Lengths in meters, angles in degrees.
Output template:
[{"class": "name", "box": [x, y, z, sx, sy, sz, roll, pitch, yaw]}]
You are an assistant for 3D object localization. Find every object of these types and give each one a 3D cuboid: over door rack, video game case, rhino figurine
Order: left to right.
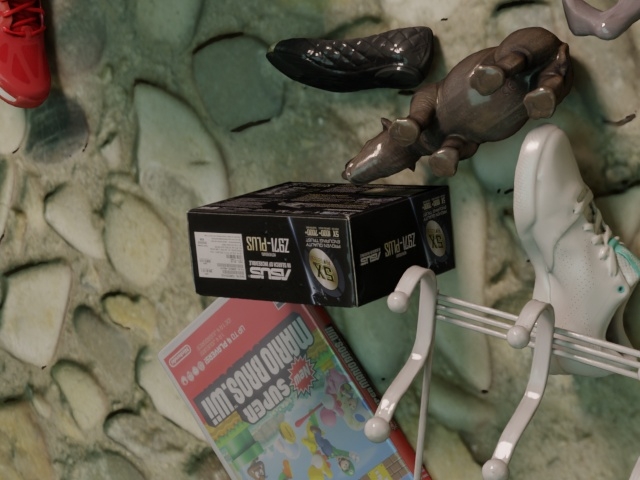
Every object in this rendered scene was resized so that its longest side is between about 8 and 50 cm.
[{"class": "video game case", "box": [-0.025, 0.176, 1.583, 0.204, 0.025, 0.285, -42, 76, 38]}, {"class": "rhino figurine", "box": [0.105, -0.097, 1.353, 0.243, 0.106, 0.073, -28, 101, 39]}, {"class": "over door rack", "box": [0.161, 0.199, 1.340, 0.239, 0.108, 0.324, 16, 125, 30]}]

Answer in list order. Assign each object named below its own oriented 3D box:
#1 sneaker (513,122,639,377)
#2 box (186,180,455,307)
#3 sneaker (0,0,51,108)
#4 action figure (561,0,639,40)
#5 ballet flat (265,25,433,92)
[{"class": "sneaker", "box": [0.212, 0.008, 1.322, 0.094, 0.080, 0.212, 3, 114, 33]}, {"class": "box", "box": [0.000, 0.000, 1.436, 0.180, 0.147, 0.078, 3, 104, 37]}, {"class": "sneaker", "box": [-0.304, -0.250, 1.652, 0.128, 0.087, 0.221, -29, 84, 41]}, {"class": "action figure", "box": [0.324, -0.189, 1.056, 0.330, 0.178, 0.341, -9, 119, -3]}, {"class": "ballet flat", "box": [0.026, -0.159, 1.446, 0.173, 0.057, 0.049, 6, 65, 36]}]
